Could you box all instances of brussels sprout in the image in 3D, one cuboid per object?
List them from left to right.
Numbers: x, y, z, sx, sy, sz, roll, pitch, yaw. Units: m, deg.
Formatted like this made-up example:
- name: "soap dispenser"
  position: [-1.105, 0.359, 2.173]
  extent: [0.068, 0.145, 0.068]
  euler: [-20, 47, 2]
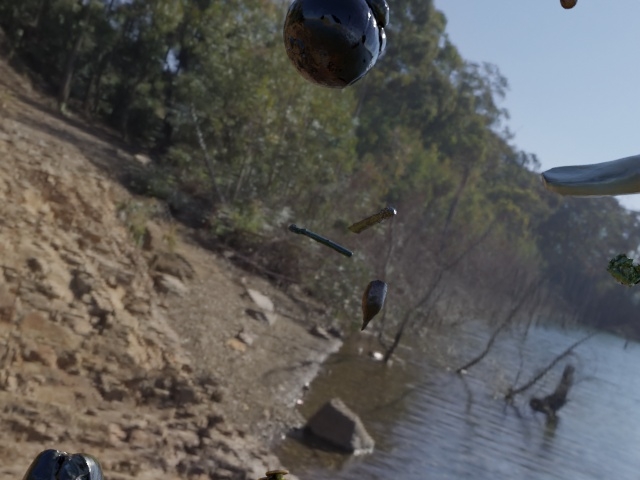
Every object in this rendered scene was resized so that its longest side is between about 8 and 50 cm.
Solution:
- name: "brussels sprout"
  position: [0.671, 0.068, 1.644]
  extent: [0.085, 0.085, 0.058]
  euler: [17, -34, 13]

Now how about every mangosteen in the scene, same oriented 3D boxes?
- name: "mangosteen"
  position: [0.029, -0.388, 1.407]
  extent: [0.210, 0.210, 0.210]
  euler: [17, 1, 0]

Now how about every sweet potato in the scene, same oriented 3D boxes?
- name: "sweet potato"
  position: [0.109, 0.141, 1.610]
  extent: [0.049, 0.117, 0.049]
  euler: [20, -1, 0]

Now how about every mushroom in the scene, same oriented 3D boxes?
- name: "mushroom"
  position: [0.448, -0.097, 1.150]
  extent: [0.209, 0.071, 0.084]
  euler: [-8, 39, 4]

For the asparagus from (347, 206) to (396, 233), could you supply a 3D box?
- name: "asparagus"
  position: [0.115, -0.044, 1.609]
  extent: [0.027, 0.034, 0.236]
  euler: [54, -22, -5]

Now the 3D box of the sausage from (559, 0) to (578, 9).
- name: "sausage"
  position: [0.576, -0.576, 1.731]
  extent: [0.039, 0.131, 0.041]
  euler: [-24, -60, 34]

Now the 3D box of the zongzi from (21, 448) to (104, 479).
- name: "zongzi"
  position: [-0.304, 0.461, 1.018]
  extent: [0.318, 0.289, 0.154]
  euler: [17, -20, 10]

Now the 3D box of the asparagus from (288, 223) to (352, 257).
- name: "asparagus"
  position: [0.000, 0.000, 1.348]
  extent: [0.127, 0.018, 0.015]
  euler: [25, -28, -11]

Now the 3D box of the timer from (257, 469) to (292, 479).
- name: "timer"
  position: [-0.089, 0.512, 1.451]
  extent: [0.107, 0.109, 0.107]
  euler: [-7, -27, -3]
